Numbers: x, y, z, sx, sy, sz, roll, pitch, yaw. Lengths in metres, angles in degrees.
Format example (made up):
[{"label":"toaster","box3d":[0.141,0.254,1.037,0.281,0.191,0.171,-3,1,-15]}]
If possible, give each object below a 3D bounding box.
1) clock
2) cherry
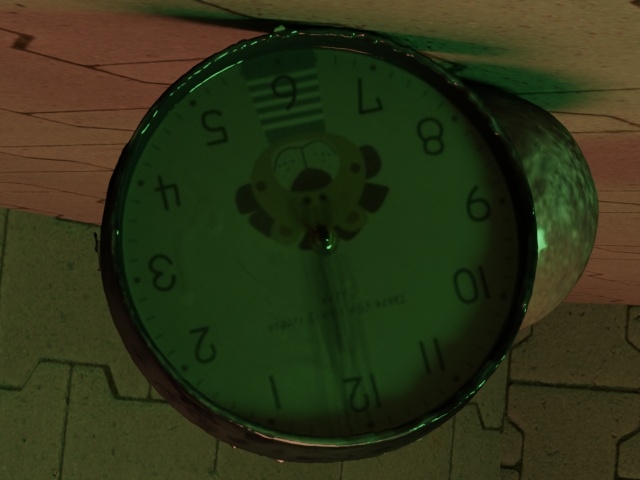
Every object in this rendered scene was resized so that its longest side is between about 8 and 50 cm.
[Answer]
[{"label":"clock","box3d":[0.000,-0.001,1.309,0.313,0.312,0.061,6,167,-7]},{"label":"cherry","box3d":[0.103,-0.023,1.488,0.236,0.212,0.285,26,-153,20]}]
